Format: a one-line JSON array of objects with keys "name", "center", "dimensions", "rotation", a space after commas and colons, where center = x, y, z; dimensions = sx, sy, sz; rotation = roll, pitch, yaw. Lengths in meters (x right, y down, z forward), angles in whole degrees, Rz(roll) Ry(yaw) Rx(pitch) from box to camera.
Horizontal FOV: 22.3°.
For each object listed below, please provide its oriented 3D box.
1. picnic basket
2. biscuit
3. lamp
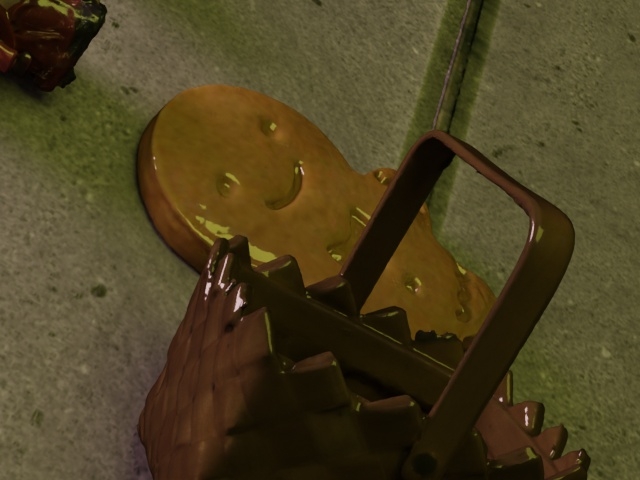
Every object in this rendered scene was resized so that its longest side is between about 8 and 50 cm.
[{"name": "picnic basket", "center": [0.050, 0.091, 1.133], "dimensions": [0.291, 0.321, 0.254], "rotation": [25, 9, -19]}, {"name": "biscuit", "center": [0.001, -0.001, 1.396], "dimensions": [0.355, 0.052, 0.275], "rotation": [42, 41, -2]}, {"name": "lamp", "center": [-0.298, -0.209, 1.293], "dimensions": [0.253, 0.118, 0.118], "rotation": [24, 44, -22]}]
